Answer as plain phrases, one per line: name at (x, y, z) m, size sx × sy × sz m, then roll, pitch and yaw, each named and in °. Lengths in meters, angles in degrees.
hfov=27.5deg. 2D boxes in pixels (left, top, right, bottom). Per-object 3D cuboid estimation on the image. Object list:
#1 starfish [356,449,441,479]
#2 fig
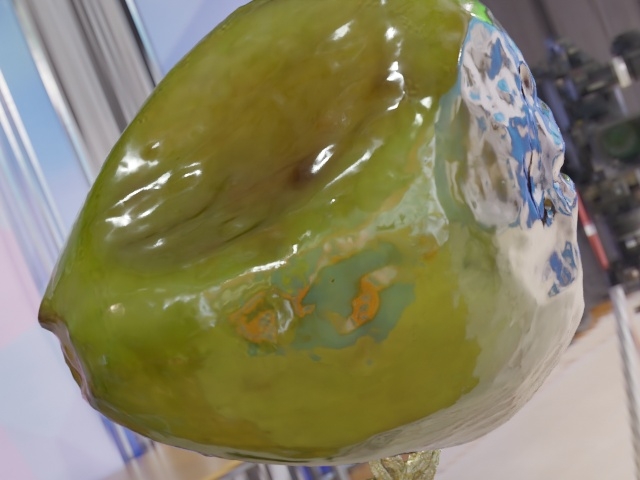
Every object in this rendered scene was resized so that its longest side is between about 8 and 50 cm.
starfish at (0.040, 0.126, 0.652) m, size 0.086 × 0.092 × 0.016 m, roll -34°, pitch 12°, yaw -18°
fig at (0.000, 0.000, 0.394) m, size 0.165 × 0.144 × 0.154 m, roll -24°, pitch -32°, yaw -26°
